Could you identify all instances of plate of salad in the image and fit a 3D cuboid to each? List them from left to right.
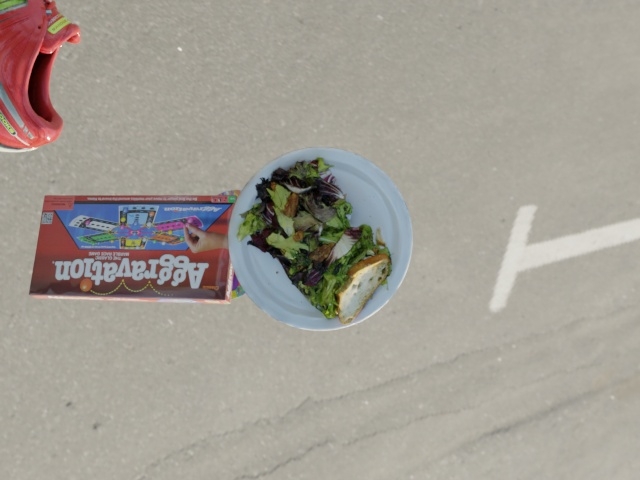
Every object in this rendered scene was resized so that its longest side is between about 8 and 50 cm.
[{"bbox_3d":[0.000,0.000,0.931,0.199,0.048,0.200,0,96,0],"label":"plate of salad"}]

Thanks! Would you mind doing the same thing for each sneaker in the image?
[{"bbox_3d":[-0.300,-0.229,0.875,0.118,0.107,0.279,3,105,4],"label":"sneaker"}]

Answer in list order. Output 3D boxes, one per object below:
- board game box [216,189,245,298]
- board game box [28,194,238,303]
[{"bbox_3d":[-0.148,0.005,1.302,0.133,0.169,0.033,-42,150,19],"label":"board game box"},{"bbox_3d":[-0.252,0.010,1.178,0.027,0.281,0.145,52,40,-71],"label":"board game box"}]
